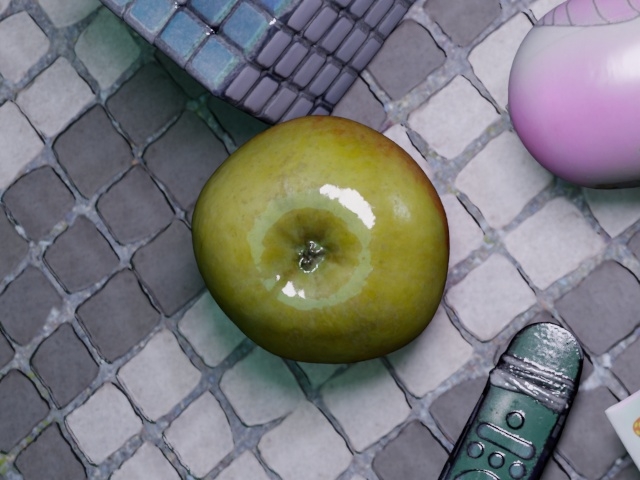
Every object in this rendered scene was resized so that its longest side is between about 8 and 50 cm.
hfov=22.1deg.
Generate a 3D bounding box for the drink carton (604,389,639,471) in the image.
[{"bbox_3d":[0.420,0.125,1.459,0.315,0.106,0.130,-34,71,15],"label":"drink carton"}]

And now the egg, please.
[{"bbox_3d":[0.304,-0.151,1.492,0.271,0.196,0.196,-25,74,25],"label":"egg"}]

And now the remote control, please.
[{"bbox_3d":[0.176,0.203,1.577,0.090,0.066,0.266,26,89,9],"label":"remote control"}]

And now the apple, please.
[{"bbox_3d":[0.000,0.000,1.588,0.261,0.194,0.261,0,92,10],"label":"apple"}]

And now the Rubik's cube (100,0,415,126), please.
[{"bbox_3d":[-0.063,-0.273,1.633,0.237,0.238,0.237,40,98,20],"label":"Rubik's cube"}]
